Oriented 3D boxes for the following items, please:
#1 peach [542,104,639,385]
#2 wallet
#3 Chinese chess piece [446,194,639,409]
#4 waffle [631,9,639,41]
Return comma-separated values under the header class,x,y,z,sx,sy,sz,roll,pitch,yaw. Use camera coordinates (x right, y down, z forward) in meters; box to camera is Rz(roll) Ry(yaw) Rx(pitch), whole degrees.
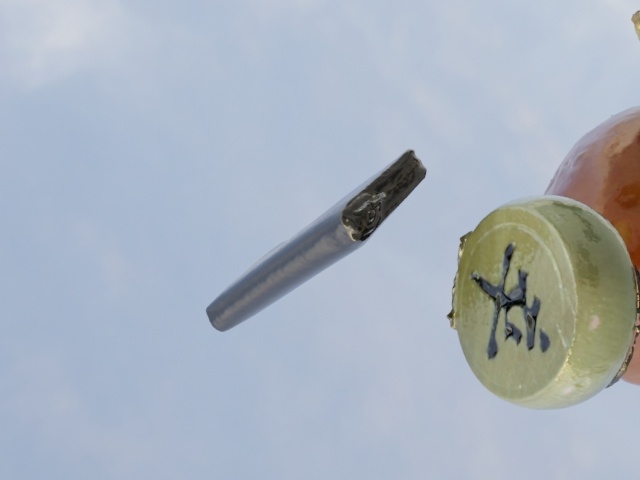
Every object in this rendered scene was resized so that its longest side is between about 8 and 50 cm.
class,x,y,z,sx,sy,sz,roll,pitch,yaw
peach,0.408,0.013,2.023,0.342,0.301,0.343,1,-97,-6
wallet,0.000,0.000,1.681,0.044,0.250,0.149,50,-136,-4
Chinese chess piece,0.194,0.054,1.570,0.083,0.188,0.188,1,-119,-32
waffle,0.362,-0.261,1.627,0.046,0.160,0.192,48,-143,-30
